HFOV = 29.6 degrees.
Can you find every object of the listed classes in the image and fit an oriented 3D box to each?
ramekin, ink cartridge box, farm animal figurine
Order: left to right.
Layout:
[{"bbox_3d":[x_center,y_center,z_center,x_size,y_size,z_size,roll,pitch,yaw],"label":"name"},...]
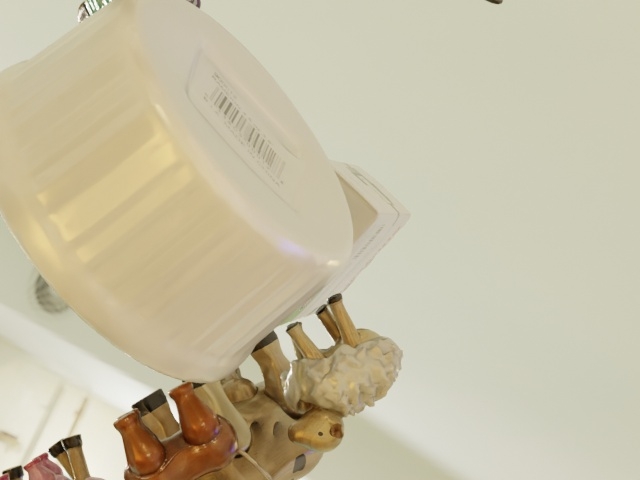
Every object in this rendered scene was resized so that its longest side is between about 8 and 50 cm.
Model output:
[{"bbox_3d":[-0.099,-0.048,0.875,0.135,0.277,0.277,-36,-49,19],"label":"ramekin"},{"bbox_3d":[-0.110,0.209,1.040,0.330,0.327,0.172,-29,-91,51],"label":"farm animal figurine"},{"bbox_3d":[0.000,0.000,1.301,0.092,0.160,0.219,44,9,8],"label":"ink cartridge box"}]

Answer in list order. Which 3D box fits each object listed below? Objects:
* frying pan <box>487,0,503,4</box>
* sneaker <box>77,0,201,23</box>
[{"bbox_3d":[0.135,-0.449,1.882,0.326,0.197,0.053,44,-33,-3],"label":"frying pan"},{"bbox_3d":[-0.142,-0.208,1.029,0.083,0.098,0.224,69,-18,-8],"label":"sneaker"}]
